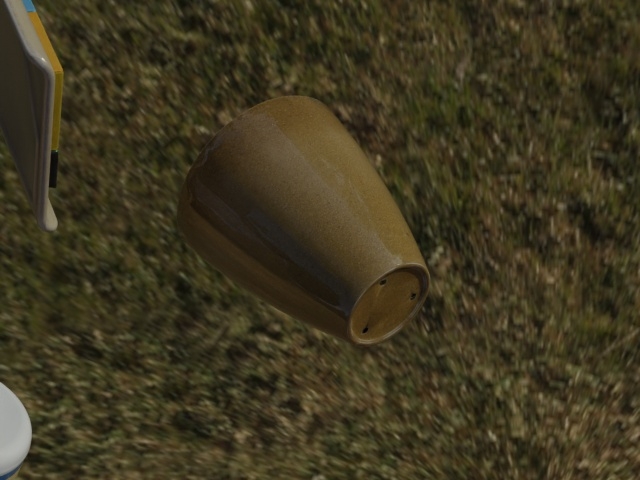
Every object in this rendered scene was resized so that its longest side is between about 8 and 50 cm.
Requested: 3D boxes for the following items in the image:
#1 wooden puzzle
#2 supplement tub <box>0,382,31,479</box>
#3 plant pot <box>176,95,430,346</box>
[{"bbox_3d":[-0.309,-0.162,1.575,0.044,0.238,0.221,-12,47,-19],"label":"wooden puzzle"},{"bbox_3d":[-0.380,0.238,1.470,0.144,0.144,0.199,36,118,13],"label":"supplement tub"},{"bbox_3d":[0.000,0.000,1.721,0.237,0.237,0.254,-43,55,-3],"label":"plant pot"}]
